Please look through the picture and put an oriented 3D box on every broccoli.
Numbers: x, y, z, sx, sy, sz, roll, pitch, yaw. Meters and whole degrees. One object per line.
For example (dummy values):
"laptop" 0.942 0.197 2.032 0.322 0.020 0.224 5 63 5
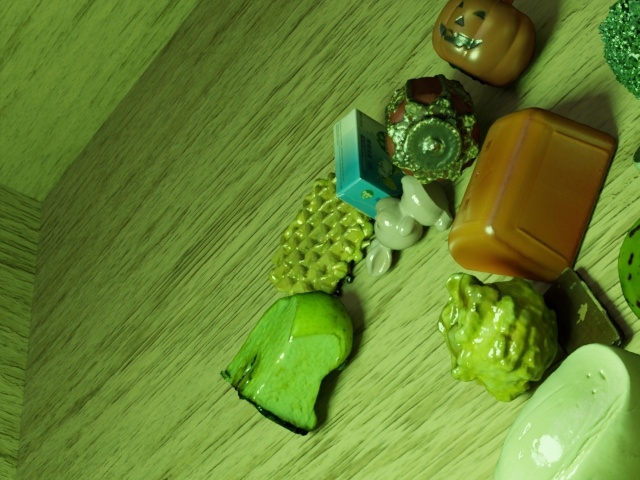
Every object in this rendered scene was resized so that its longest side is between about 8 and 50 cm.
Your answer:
"broccoli" 0.524 -0.307 1.527 0.220 0.194 0.194 132 155 -68

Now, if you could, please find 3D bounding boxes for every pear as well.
"pear" -0.049 0.215 1.949 0.255 0.164 0.238 -60 20 -6

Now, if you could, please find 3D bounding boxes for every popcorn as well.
"popcorn" 0.258 0.141 1.527 0.197 0.155 0.198 -13 76 63

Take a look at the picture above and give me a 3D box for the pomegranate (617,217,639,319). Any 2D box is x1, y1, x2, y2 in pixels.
"pomegranate" 0.491 0.033 1.279 0.198 0.246 0.198 30 128 47

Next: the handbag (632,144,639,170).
"handbag" 0.534 -0.168 1.360 0.256 0.079 0.219 -41 10 1

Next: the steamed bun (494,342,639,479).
"steamed bun" 0.349 0.259 1.267 0.250 0.200 0.155 -59 32 12

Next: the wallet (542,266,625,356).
"wallet" 0.379 0.121 1.498 0.095 0.026 0.176 -57 29 21

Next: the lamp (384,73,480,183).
"lamp" 0.199 -0.203 1.824 0.177 0.177 0.274 -52 8 17

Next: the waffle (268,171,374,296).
"waffle" 0.004 -0.010 2.128 0.329 0.062 0.329 -36 40 38

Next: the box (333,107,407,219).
"box" 0.099 -0.145 2.009 0.073 0.139 0.194 -37 40 35

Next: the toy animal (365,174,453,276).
"toy animal" 0.137 -0.028 1.889 0.212 0.124 0.124 -42 36 25

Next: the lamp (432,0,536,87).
"lamp" 0.299 -0.371 1.841 0.164 0.187 0.187 -59 31 11

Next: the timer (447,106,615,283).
"timer" 0.315 -0.076 1.673 0.258 0.161 0.250 -68 16 -8
